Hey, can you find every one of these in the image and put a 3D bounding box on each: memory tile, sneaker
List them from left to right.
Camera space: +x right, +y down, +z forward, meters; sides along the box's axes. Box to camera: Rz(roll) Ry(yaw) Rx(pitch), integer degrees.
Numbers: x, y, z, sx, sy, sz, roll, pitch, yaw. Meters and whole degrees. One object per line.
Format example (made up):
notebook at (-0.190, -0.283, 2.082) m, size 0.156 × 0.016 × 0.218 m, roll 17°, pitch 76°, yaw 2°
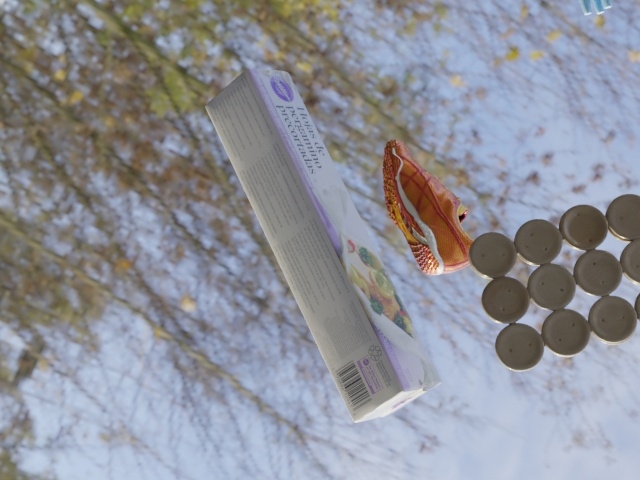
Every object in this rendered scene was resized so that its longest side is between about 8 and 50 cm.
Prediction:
sneaker at (0.109, -0.035, 1.313) m, size 0.064 × 0.067 × 0.175 m, roll 100°, pitch -28°, yaw -52°
memory tile at (0.193, 0.031, 0.977) m, size 0.012 × 0.148 × 0.113 m, roll 74°, pitch 1°, yaw -75°

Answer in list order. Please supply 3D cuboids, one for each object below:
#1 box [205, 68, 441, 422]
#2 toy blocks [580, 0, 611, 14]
box at (0.000, 0.000, 1.126) m, size 0.067 × 0.063 × 0.324 m, roll -37°, pitch -110°, yaw 32°
toy blocks at (0.259, -0.278, 1.111) m, size 0.123 × 0.054 × 0.148 m, roll -14°, pitch -93°, yaw 14°
